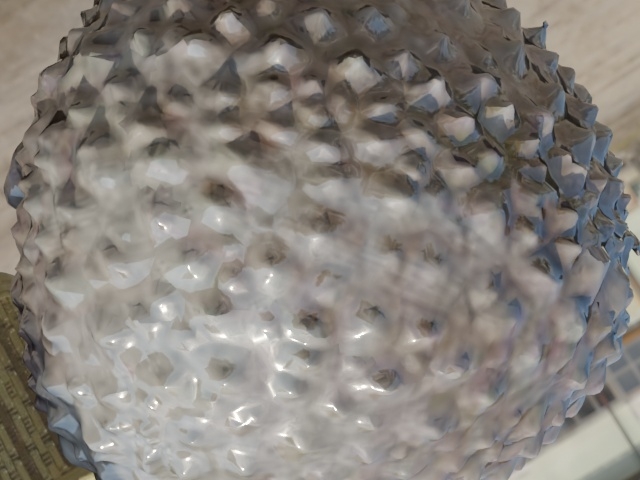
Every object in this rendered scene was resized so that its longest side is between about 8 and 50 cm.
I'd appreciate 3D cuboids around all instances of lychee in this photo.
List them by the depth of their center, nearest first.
[{"bbox_3d":[-0.004,0.002,0.671,0.300,0.300,0.300,-31,174,-4],"label":"lychee"}]

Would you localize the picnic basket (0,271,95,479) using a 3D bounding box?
[{"bbox_3d":[-0.251,0.193,0.863,0.313,0.175,0.228,-32,144,-9],"label":"picnic basket"}]
